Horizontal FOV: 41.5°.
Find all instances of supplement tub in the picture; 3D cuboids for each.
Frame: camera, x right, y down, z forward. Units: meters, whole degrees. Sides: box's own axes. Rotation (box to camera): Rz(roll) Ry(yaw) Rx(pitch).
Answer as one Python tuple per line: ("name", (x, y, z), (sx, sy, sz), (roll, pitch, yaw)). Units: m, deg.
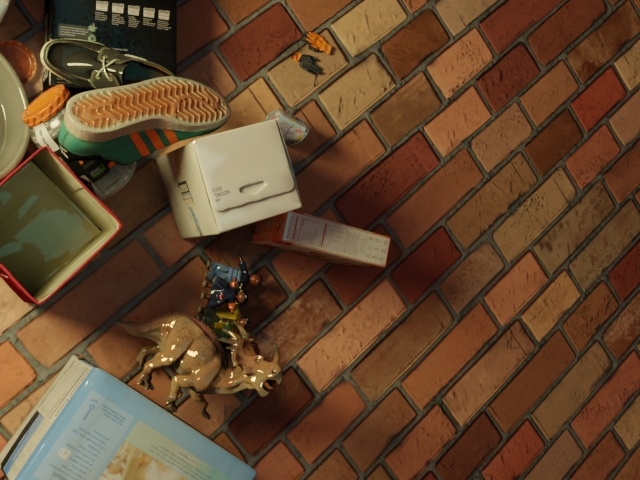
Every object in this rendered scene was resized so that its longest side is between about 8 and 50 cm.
("supplement tub", (-0.420, -0.170, 1.468), (0.117, 0.117, 0.190), (-50, 125, -19))

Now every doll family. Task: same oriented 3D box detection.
("doll family", (-0.176, 0.122, 1.623), (0.111, 0.076, 0.193), (10, 88, -6))

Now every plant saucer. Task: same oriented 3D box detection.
("plant saucer", (-0.546, -0.312, 1.492), (0.083, 0.013, 0.083), (2, 87, -26))

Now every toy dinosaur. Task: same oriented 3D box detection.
("toy dinosaur", (-0.219, 0.200, 1.525), (0.295, 0.127, 0.200), (39, 92, 1))

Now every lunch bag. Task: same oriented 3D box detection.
("lunch bag", (-0.067, -0.228, 1.687), (0.071, 0.083, 0.053), (25, 78, -23))

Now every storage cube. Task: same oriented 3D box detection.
("storage cube", (-0.478, -0.021, 1.416), (0.184, 0.193, 0.215), (48, 68, -17))

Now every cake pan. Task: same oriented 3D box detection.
("cake pan", (-0.614, -0.217, 1.368), (0.293, 0.054, 0.293), (22, 60, -44))

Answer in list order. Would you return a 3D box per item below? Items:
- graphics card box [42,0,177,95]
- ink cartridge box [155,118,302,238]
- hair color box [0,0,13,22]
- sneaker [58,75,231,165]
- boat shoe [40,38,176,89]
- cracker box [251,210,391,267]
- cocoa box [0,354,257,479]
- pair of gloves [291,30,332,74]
("graphics card box", (-0.380, -0.444, 1.535), (0.232, 0.094, 0.371), (0, 88, -26))
("ink cartridge box", (-0.171, -0.109, 1.547), (0.171, 0.232, 0.168), (-20, 97, -26))
("hair color box", (-0.657, -0.505, 1.355), (0.374, 0.113, 0.185), (30, 48, -23))
("sneaker", (-0.299, -0.196, 1.423), (0.302, 0.121, 0.108), (-12, 67, -37))
("boat shoe", (-0.359, -0.296, 1.450), (0.233, 0.079, 0.084), (15, 86, -24))
("cracker box", (0.000, 0.000, 1.672), (0.232, 0.155, 0.067), (15, 82, -24))
("cocoa box", (-0.333, 0.389, 1.451), (0.347, 0.228, 0.231), (39, 72, -20))
("pair of gloves", (-0.017, -0.391, 1.759), (0.074, 0.010, 0.083), (29, 77, -23))
